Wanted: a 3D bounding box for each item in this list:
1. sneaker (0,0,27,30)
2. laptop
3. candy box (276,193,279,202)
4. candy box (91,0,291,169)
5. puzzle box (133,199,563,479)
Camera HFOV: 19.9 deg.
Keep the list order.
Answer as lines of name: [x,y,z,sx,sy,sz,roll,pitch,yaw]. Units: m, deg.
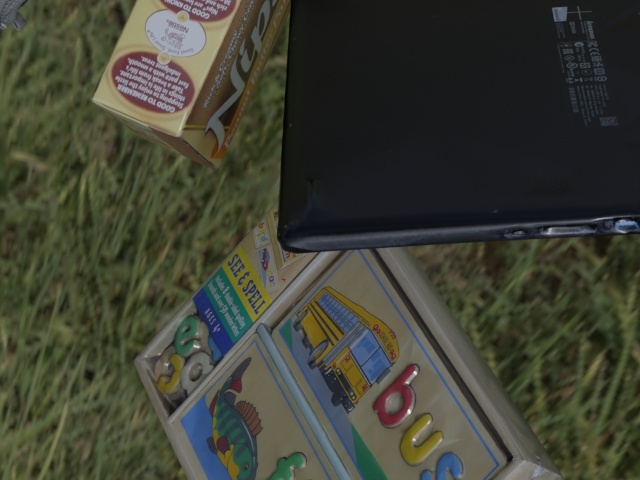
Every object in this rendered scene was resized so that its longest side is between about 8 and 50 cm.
sneaker: [-0.313,-0.216,1.597,0.115,0.281,0.105,47,46,-29]
laptop: [0.187,-0.029,1.297,0.408,0.236,0.382,-3,34,3]
candy box: [0.000,0.000,1.848,0.109,0.053,0.186,9,101,-47]
candy box: [-0.073,-0.229,1.534,0.088,0.183,0.316,24,87,9]
puzzle box: [0.005,0.143,1.508,0.052,0.272,0.409,31,18,-41]
